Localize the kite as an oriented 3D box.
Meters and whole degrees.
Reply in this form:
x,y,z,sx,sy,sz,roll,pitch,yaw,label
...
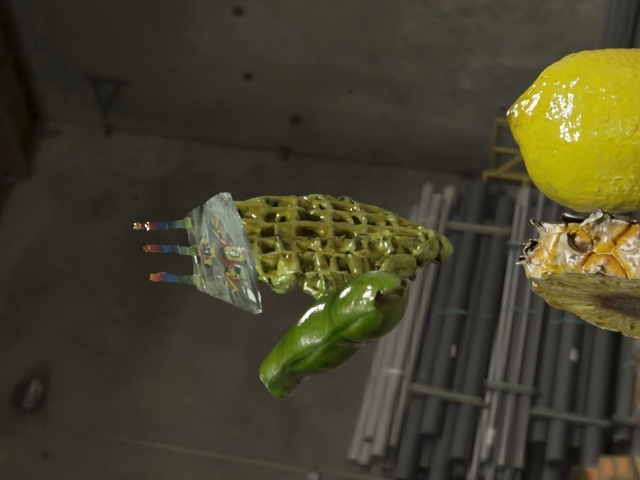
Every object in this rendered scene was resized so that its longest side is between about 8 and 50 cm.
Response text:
x,y,z,sx,sy,sz,roll,pitch,yaw,label
-0.144,0.014,1.346,0.015,0.245,0.141,-18,-79,-37,kite

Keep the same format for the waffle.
x,y,z,sx,sy,sz,roll,pitch,yaw,label
0.000,0.000,1.570,0.317,0.297,0.073,-14,-64,-45,waffle

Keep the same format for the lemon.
x,y,z,sx,sy,sz,roll,pitch,yaw,label
0.300,-0.113,1.198,0.180,0.193,0.180,159,90,-83,lemon

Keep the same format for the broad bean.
x,y,z,sx,sy,sz,roll,pitch,yaw,label
0.005,0.084,1.002,0.098,0.056,0.318,-34,-6,-19,broad bean

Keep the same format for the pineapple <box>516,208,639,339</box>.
x,y,z,sx,sy,sz,roll,pitch,yaw,label
0.242,0.038,0.890,0.221,0.221,0.047,70,-142,-69,pineapple
